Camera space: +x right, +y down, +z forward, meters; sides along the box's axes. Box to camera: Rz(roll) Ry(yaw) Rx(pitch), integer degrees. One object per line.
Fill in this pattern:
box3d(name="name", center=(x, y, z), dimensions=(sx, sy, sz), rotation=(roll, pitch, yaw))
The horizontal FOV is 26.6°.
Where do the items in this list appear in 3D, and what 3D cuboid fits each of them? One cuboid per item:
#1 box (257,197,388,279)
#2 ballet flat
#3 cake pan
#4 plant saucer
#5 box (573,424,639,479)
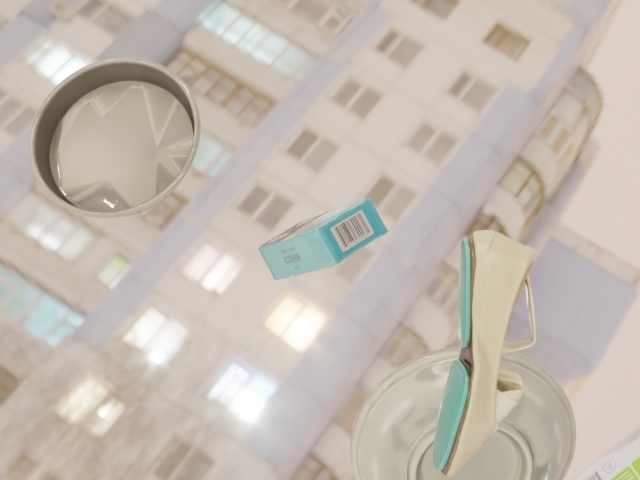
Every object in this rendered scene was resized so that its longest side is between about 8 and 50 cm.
box3d(name="box", center=(0.000, 0.000, 2.003), dimensions=(0.060, 0.100, 0.244), rotation=(61, -23, -6))
box3d(name="ballet flat", center=(0.163, 0.113, 1.291), dimensions=(0.086, 0.086, 0.248), rotation=(16, -72, 30))
box3d(name="cake pan", center=(-0.337, -0.165, 2.250), dimensions=(0.293, 0.293, 0.054), rotation=(26, -14, 18))
box3d(name="plant saucer", center=(0.253, 0.375, 2.336), dimensions=(0.400, 0.100, 0.400), rotation=(-1, -64, -3))
box3d(name="box", center=(0.554, 0.373, 2.000), dimensions=(0.127, 0.262, 0.231), rotation=(23, 29, -53))
